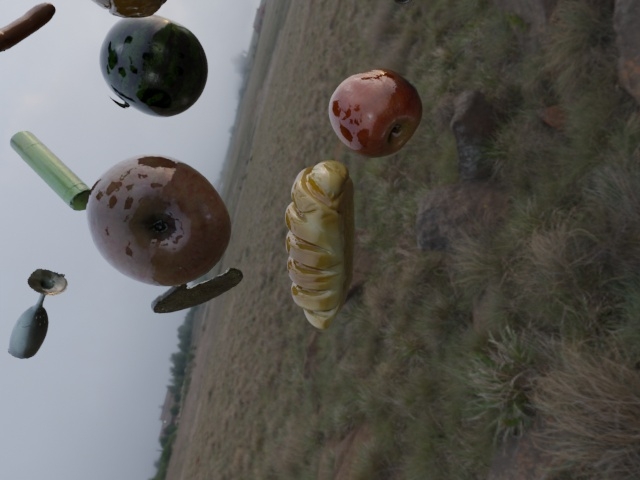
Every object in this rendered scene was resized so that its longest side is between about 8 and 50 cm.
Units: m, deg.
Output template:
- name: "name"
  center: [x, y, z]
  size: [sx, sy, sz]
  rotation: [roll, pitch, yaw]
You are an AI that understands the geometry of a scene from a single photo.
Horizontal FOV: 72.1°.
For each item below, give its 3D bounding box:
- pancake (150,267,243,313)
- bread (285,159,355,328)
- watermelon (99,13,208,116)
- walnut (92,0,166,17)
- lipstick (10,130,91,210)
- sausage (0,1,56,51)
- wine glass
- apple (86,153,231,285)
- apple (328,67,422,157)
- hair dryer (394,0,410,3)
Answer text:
- name: "pancake"
  center: [-0.384, 0.158, 1.378]
  size: [0.033, 0.288, 0.286]
  rotation: [63, -178, 16]
- name: "bread"
  center: [0.000, 0.000, 0.843]
  size: [0.173, 0.121, 0.311]
  rotation: [-55, -32, -59]
- name: "watermelon"
  center: [-0.419, -0.441, 1.121]
  size: [0.269, 0.269, 0.269]
  rotation: [-166, 90, -76]
- name: "walnut"
  center: [-0.299, -0.398, 0.628]
  size: [0.211, 0.167, 0.087]
  rotation: [-35, 40, 57]
- name: "lipstick"
  center: [-0.751, -0.197, 1.234]
  size: [0.076, 0.304, 0.076]
  rotation: [-44, -17, -17]
- name: "sausage"
  center: [-0.647, -0.464, 0.955]
  size: [0.043, 0.043, 0.186]
  rotation: [-58, 8, 52]
- name: "wine glass"
  center: [-0.521, 0.141, 0.807]
  size: [0.198, 0.066, 0.066]
  rotation: [-54, 23, 28]
- name: "apple"
  center: [-0.387, -0.049, 1.074]
  size: [0.269, 0.344, 0.345]
  rotation: [-10, 66, 61]
- name: "apple"
  center: [0.109, -0.267, 0.920]
  size: [0.199, 0.199, 0.199]
  rotation: [-166, 90, -76]
- name: "hair dryer"
  center: [0.113, -0.562, 0.922]
  size: [0.064, 0.181, 0.117]
  rotation: [104, 165, -75]
